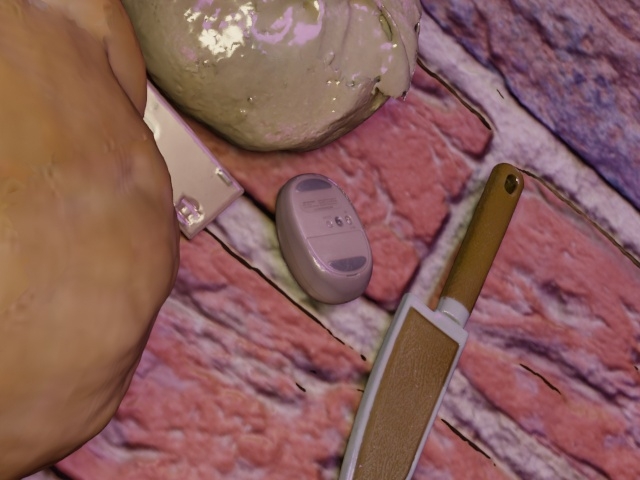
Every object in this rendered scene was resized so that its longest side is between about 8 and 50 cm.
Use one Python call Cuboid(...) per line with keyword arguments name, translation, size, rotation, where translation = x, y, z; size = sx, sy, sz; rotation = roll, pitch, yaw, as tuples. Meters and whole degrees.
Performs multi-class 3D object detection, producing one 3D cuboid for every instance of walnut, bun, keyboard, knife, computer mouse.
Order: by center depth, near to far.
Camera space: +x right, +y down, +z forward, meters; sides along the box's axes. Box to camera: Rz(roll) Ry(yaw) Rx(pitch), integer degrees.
Cuboid(name="walnut", translation=(-0.257, -0.030, 0.830), size=(0.381, 0.381, 0.381), rotation=(16, 60, -31))
Cuboid(name="keyboard", translation=(-0.125, -0.077, 1.138), size=(0.055, 0.017, 0.166), rotation=(-42, 99, -8))
Cuboid(name="bun", translation=(-0.029, -0.175, 1.185), size=(0.239, 0.141, 0.239), rotation=(19, 57, -32))
Cuboid(name="computer mouse", translation=(-0.001, 0.002, 1.194), size=(0.066, 0.039, 0.096), rotation=(-8, 67, -40))
Cuboid(name="knife", translation=(0.076, 0.066, 1.230), size=(0.061, 0.027, 0.343), rotation=(39, 54, -20))
